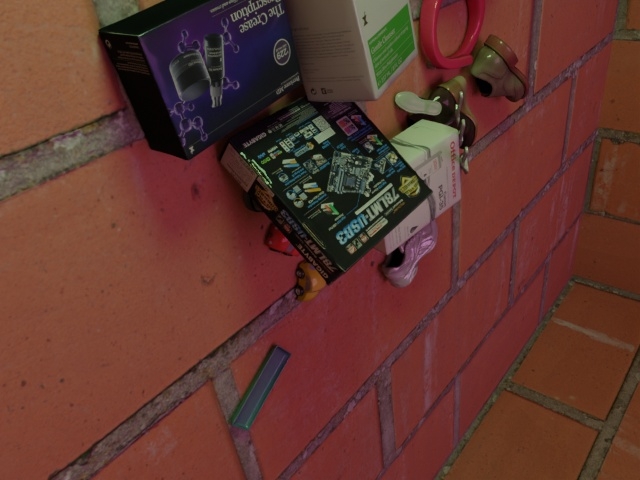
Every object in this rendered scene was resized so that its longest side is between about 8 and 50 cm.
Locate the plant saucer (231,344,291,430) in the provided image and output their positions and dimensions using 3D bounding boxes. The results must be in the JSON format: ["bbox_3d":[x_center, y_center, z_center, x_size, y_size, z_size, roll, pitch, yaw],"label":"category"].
[{"bbox_3d":[-0.131,0.322,1.184,0.192,0.018,0.067,-61,143,-14],"label":"plant saucer"}]

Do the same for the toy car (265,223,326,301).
[{"bbox_3d":[0.000,0.000,1.171,0.225,0.053,0.239,-50,140,-25],"label":"toy car"}]

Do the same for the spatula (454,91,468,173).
[{"bbox_3d":[0.334,-0.248,1.263,0.242,0.019,0.168,2,83,-79],"label":"spatula"}]

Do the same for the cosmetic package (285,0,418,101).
[{"bbox_3d":[0.030,-0.438,0.887,0.197,0.155,0.366,-53,139,-35],"label":"cosmetic package"}]

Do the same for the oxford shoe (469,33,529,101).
[{"bbox_3d":[0.522,-0.480,1.603,0.130,0.123,0.348,-48,148,15],"label":"oxford shoe"}]

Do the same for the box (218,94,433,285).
[{"bbox_3d":[0.021,-0.117,0.971,0.295,0.293,0.073,-40,178,-36],"label":"box"}]

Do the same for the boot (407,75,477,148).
[{"bbox_3d":[0.322,-0.297,1.450,0.207,0.090,0.248,-43,139,-15],"label":"boot"}]

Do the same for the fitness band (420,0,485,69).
[{"bbox_3d":[0.335,-0.544,1.356,0.290,0.054,0.209,-27,124,-44],"label":"fitness band"}]

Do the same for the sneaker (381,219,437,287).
[{"bbox_3d":[0.242,0.011,1.465,0.115,0.090,0.232,40,73,-49],"label":"sneaker"}]

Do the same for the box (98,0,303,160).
[{"bbox_3d":[-0.160,-0.268,0.801,0.261,0.103,0.184,-44,139,-31],"label":"box"}]

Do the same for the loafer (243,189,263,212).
[{"bbox_3d":[-0.030,-0.127,1.046,0.267,0.084,0.096,-40,136,-34],"label":"loafer"}]

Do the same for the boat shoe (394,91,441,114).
[{"bbox_3d":[0.232,-0.332,1.307,0.125,0.038,0.046,5,101,-19],"label":"boat shoe"}]

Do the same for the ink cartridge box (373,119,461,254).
[{"bbox_3d":[0.204,-0.133,1.286,0.283,0.117,0.207,-35,131,-25],"label":"ink cartridge box"}]
